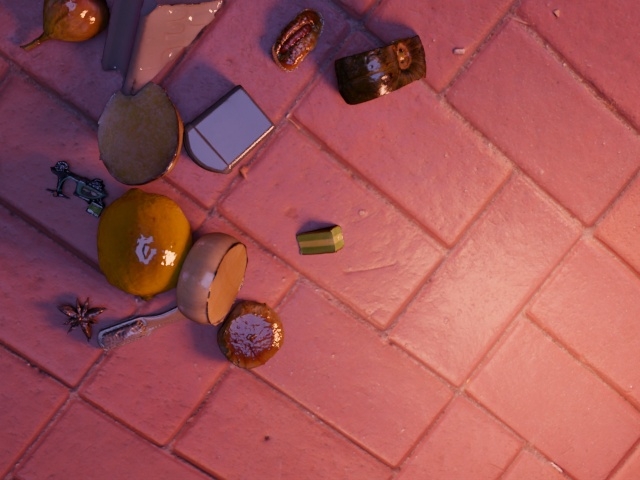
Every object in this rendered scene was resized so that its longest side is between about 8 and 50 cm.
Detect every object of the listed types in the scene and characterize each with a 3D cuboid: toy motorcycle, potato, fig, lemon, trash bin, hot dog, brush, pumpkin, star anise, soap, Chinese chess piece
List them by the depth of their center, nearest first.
[{"bbox_3d":[-0.674,-0.563,1.744,0.257,0.159,0.159,-29,104,13],"label":"fig"},{"bbox_3d":[-0.420,-0.559,1.796,0.159,0.258,0.302,46,132,15],"label":"soap"},{"bbox_3d":[-0.470,-0.268,1.807,0.239,0.116,0.299,-20,69,5],"label":"potato"},{"bbox_3d":[-0.469,0.008,1.810,0.261,0.260,0.283,-26,85,-5],"label":"lemon"},{"bbox_3d":[-0.664,-0.143,1.846,0.173,0.058,0.100,29,99,-16],"label":"toy motorcycle"},{"bbox_3d":[-0.295,0.104,1.853,0.104,0.257,0.257,17,97,12],"label":"Chinese chess piece"},{"bbox_3d":[-0.263,-0.297,1.872,0.236,0.101,0.176,-42,103,-3],"label":"trash bin"},{"bbox_3d":[-0.062,-0.561,1.885,0.099,0.053,0.192,38,93,-18],"label":"hot dog"},{"bbox_3d":[-0.684,0.211,1.901,0.129,0.056,0.124,29,94,-14],"label":"star anise"},{"bbox_3d":[0.164,-0.483,1.926,0.280,0.190,0.139,-32,108,-48],"label":"pumpkin"},{"bbox_3d":[-0.483,0.241,1.943,0.328,0.065,0.069,-20,100,-8],"label":"brush"}]

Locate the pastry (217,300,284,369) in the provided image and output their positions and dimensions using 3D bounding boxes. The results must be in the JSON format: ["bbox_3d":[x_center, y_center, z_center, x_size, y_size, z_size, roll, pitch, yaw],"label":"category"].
[{"bbox_3d":[-0.206,0.276,1.982,0.192,0.093,0.182,-44,102,0],"label":"pastry"}]

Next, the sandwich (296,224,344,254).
[{"bbox_3d":[0.000,0.000,2.017,0.117,0.074,0.074,-5,103,23],"label":"sandwich"}]
